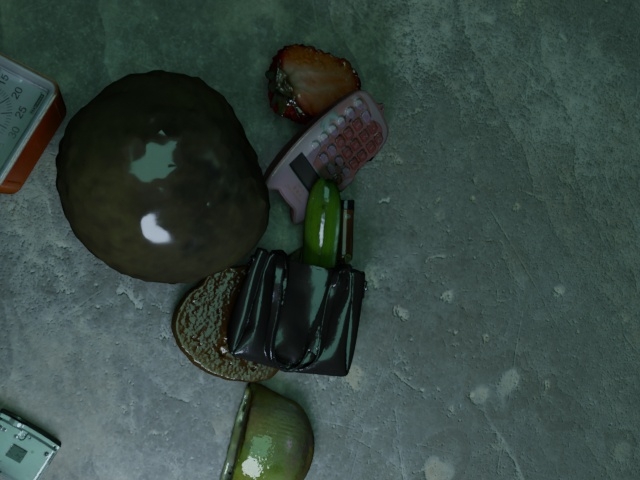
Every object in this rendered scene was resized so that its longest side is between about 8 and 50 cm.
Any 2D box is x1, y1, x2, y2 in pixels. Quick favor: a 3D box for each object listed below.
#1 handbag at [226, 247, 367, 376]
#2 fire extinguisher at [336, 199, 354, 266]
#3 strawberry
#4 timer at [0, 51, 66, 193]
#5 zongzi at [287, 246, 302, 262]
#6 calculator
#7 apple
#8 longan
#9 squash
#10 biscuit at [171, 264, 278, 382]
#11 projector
[{"bbox_3d":[-0.046,0.156,1.917,0.285,0.113,0.257,13,93,-17],"label":"handbag"},{"bbox_3d":[0.056,-0.005,2.030,0.062,0.050,0.177,1,90,-6],"label":"fire extinguisher"},{"bbox_3d":[-0.026,-0.341,1.995,0.236,0.111,0.190,-11,81,-37],"label":"strawberry"},{"bbox_3d":[-0.684,-0.251,1.795,0.250,0.161,0.258,30,83,-3],"label":"timer"},{"bbox_3d":[-0.059,0.066,2.012,0.083,0.040,0.076,-32,104,-30],"label":"zongzi"},{"bbox_3d":[0.021,-0.195,1.967,0.329,0.048,0.220,-42,138,-5],"label":"calculator"},{"bbox_3d":[-0.106,0.468,1.947,0.193,0.120,0.265,17,87,-8],"label":"apple"},{"bbox_3d":[-0.322,-0.119,1.782,0.404,0.404,0.436,-35,124,-12],"label":"longan"},{"bbox_3d":[0.001,-0.001,1.980,0.082,0.082,0.293,1,108,-14],"label":"squash"},{"bbox_3d":[-0.186,0.184,1.966,0.272,0.049,0.257,32,80,-16],"label":"biscuit"},{"bbox_3d":[-0.637,0.439,1.846,0.147,0.061,0.115,34,80,-12],"label":"projector"}]
